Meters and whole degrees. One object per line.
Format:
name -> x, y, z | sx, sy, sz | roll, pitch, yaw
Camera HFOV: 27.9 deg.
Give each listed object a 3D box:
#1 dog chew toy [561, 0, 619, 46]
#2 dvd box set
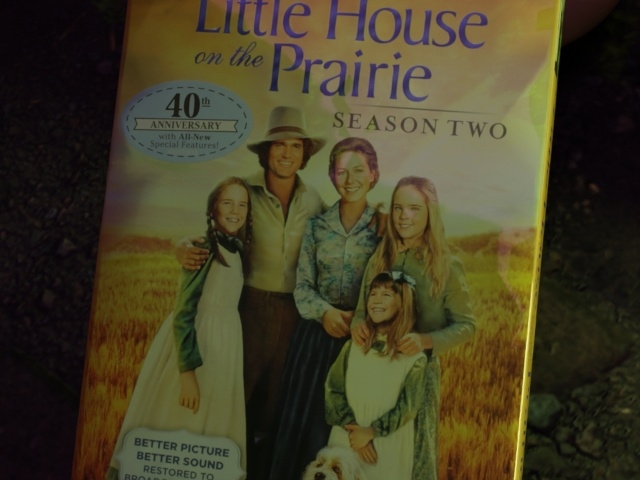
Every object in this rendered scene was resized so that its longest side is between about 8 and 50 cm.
dog chew toy -> 0.104, -0.184, 1.006 | 0.206, 0.206, 0.332 | 31, 76, 25
dvd box set -> 0.000, 0.000, 0.882 | 0.307, 0.062, 0.420 | 6, 86, 12
